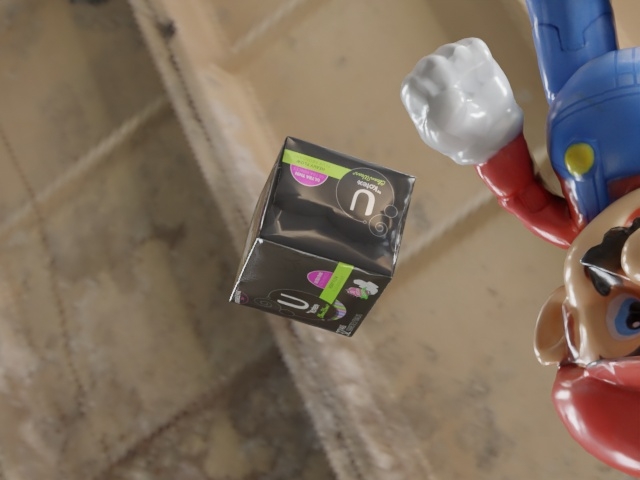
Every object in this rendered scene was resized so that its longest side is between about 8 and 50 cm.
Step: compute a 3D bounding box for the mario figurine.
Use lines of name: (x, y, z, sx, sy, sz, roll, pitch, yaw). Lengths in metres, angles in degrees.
mario figurine: (0.161, -0.042, 0.869, 0.198, 0.170, 0.320, -28, -123, 42)

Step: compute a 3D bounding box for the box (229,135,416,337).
box: (0.000, 0.000, 0.805, 0.083, 0.062, 0.052, 118, -12, -67)
